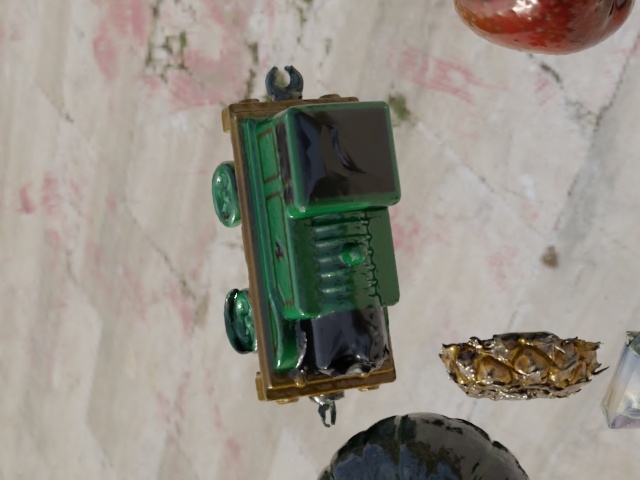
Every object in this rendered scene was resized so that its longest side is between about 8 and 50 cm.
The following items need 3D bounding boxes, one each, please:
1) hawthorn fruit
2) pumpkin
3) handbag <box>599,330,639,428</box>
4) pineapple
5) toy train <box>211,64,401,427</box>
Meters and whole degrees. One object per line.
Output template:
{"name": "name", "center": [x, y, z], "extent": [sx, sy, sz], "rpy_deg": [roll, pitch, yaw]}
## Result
{"name": "hawthorn fruit", "center": [0.302, -0.384, 1.572], "extent": [0.300, 0.275, 0.275], "rpy_deg": [-8, 91, 27]}
{"name": "pumpkin", "center": [0.104, 0.300, 1.182], "extent": [0.216, 0.250, 0.250], "rpy_deg": [-137, 39, -87]}
{"name": "handbag", "center": [0.506, 0.214, 1.740], "extent": [0.095, 0.117, 0.173], "rpy_deg": [-107, 21, -55]}
{"name": "pineapple", "center": [0.247, 0.160, 1.403], "extent": [0.225, 0.225, 0.076], "rpy_deg": [-17, 69, 55]}
{"name": "toy train", "center": [0.000, 0.000, 1.291], "extent": [0.249, 0.178, 0.429], "rpy_deg": [163, 100, -68]}
